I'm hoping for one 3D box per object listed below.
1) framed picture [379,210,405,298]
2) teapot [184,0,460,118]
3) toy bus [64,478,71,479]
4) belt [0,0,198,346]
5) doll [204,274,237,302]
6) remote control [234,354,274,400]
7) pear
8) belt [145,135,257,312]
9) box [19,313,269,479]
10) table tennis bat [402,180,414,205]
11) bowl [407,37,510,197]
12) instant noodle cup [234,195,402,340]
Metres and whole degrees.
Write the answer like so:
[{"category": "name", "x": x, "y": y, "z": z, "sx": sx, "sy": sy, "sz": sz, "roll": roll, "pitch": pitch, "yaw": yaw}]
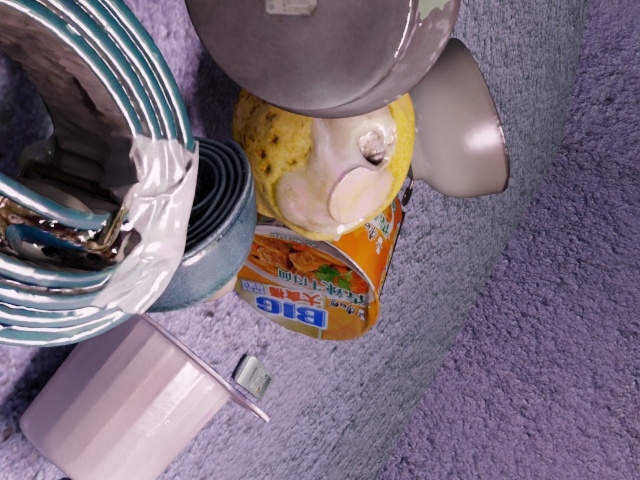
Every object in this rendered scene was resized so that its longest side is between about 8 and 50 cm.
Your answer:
[{"category": "framed picture", "x": 0.135, "y": 0.072, "z": 1.887, "sx": 0.347, "sy": 0.016, "sz": 0.265, "roll": -28, "pitch": 135, "yaw": -68}, {"category": "teapot", "x": 0.029, "y": -0.357, "z": 0.852, "sx": 0.362, "sy": 0.305, "sz": 0.376, "roll": -57, "pitch": 149, "yaw": -54}, {"category": "toy bus", "x": -0.371, "y": 0.438, "z": 1.080, "sx": 0.262, "sy": 0.091, "sz": 0.109, "roll": -53, "pitch": 163, "yaw": -30}, {"category": "belt", "x": -0.282, "y": -0.090, "z": 0.636, "sx": 0.300, "sy": 0.173, "sz": 0.436, "roll": -59, "pitch": 146, "yaw": -13}, {"category": "doll", "x": -0.186, "y": 0.029, "z": 1.121, "sx": 0.149, "sy": 0.095, "sz": 0.192, "roll": -59, "pitch": 158, "yaw": -16}, {"category": "remote control", "x": -0.133, "y": 0.277, "z": 1.526, "sx": 0.061, "sy": 0.029, "sz": 0.162, "roll": -59, "pitch": 160, "yaw": -16}, {"category": "pear", "x": 0.002, "y": -0.132, "z": 1.051, "sx": 0.271, "sy": 0.271, "sz": 0.271, "roll": -47, "pitch": 149, "yaw": -41}, {"category": "belt", "x": -0.182, "y": -0.035, "z": 0.931, "sx": 0.116, "sy": 0.206, "sz": 0.267, "roll": 85, "pitch": 26, "yaw": -45}, {"category": "box", "x": -0.233, "y": 0.225, "z": 0.979, "sx": 0.206, "sy": 0.291, "sz": 0.262, "roll": -50, "pitch": 156, "yaw": -15}, {"category": "table tennis bat", "x": 0.234, "y": -0.130, "z": 2.003, "sx": 0.050, "sy": 0.007, "sz": 0.083, "roll": -9, "pitch": 119, "yaw": -63}, {"category": "bowl", "x": 0.258, "y": -0.241, "z": 1.655, "sx": 0.185, "sy": 0.354, "sz": 0.354, "roll": -20, "pitch": 148, "yaw": 1}, {"category": "instant noodle cup", "x": 0.000, "y": 0.000, "z": 1.300, "sx": 0.296, "sy": 0.296, "sz": 0.214, "roll": 83, "pitch": 27, "yaw": -48}]
